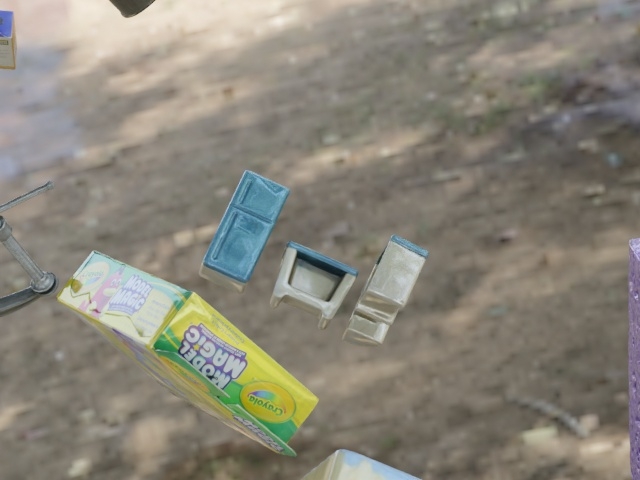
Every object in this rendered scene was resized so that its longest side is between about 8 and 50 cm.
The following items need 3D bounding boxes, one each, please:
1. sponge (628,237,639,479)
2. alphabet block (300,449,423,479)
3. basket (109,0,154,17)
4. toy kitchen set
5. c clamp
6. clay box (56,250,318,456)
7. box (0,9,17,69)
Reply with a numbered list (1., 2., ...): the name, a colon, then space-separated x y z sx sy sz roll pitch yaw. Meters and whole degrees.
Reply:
1. sponge: 0.262 0.114 1.434 0.031 0.210 0.117 -5 17 -2
2. alphabet block: 0.042 0.341 1.765 0.192 0.197 0.193 22 -31 -11
3. basket: -0.221 -0.360 1.794 0.204 0.227 0.154 -55 25 4
4. toy kitchen set: 0.000 0.000 1.919 0.207 0.122 0.166 24 -23 -1
5. c clamp: -0.260 0.020 1.509 0.137 0.160 0.022 -19 61 -2
6. clay box: -0.091 0.078 1.306 0.053 0.127 0.222 -53 27 -11
7. box: -0.309 -0.181 1.639 0.081 0.028 0.136 4 -11 -8
